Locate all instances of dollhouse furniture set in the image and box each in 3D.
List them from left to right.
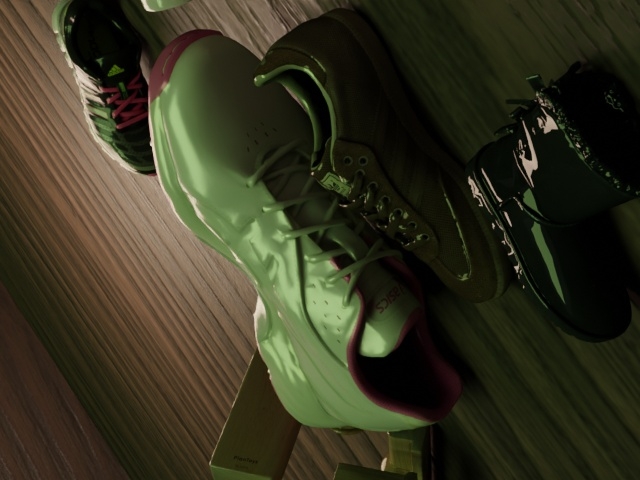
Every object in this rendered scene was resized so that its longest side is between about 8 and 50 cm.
[{"bbox_3d":[0.008,0.186,0.892,0.151,0.144,0.123,9,139,15],"label":"dollhouse furniture set"}]

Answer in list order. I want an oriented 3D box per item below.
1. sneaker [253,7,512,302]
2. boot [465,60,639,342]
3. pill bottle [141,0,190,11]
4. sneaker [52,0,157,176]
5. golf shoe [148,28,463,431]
[{"bbox_3d":[0.031,-0.036,0.642,0.188,0.071,0.066,58,158,3],"label":"sneaker"},{"bbox_3d":[0.120,-0.015,0.521,0.121,0.045,0.099,57,155,6],"label":"boot"},{"bbox_3d":[-0.110,-0.210,0.722,0.067,0.067,0.120,25,141,54],"label":"pill bottle"},{"bbox_3d":[-0.173,-0.133,0.963,0.170,0.063,0.075,66,164,-5],"label":"sneaker"},{"bbox_3d":[0.000,0.000,0.735,0.140,0.115,0.306,8,134,49],"label":"golf shoe"}]
